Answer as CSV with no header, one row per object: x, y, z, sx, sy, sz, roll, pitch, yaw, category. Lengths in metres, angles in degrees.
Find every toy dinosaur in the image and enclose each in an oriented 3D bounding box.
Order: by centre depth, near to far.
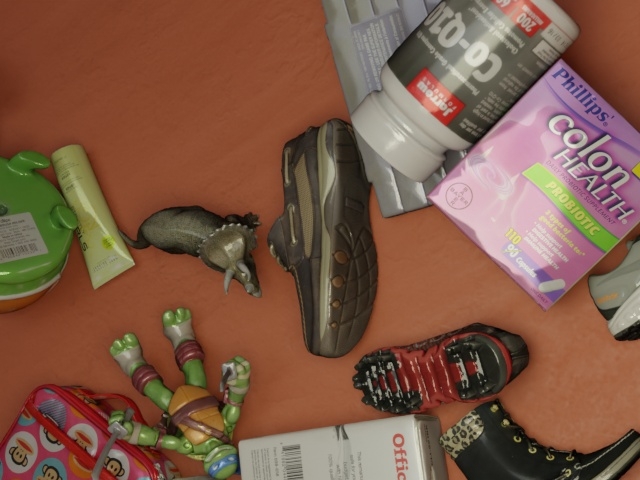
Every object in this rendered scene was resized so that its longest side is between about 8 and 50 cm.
-0.191,-0.011,1.523,0.314,0.160,0.121,21,90,25,toy dinosaur

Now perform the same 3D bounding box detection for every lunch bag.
-0.364,0.364,1.570,0.293,0.120,0.258,32,91,24,lunch bag

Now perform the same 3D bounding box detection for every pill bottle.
0.181,-0.219,1.293,0.283,0.161,0.161,-47,66,18,pill bottle

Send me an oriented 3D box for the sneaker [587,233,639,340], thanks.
0.456,0.011,1.257,0.271,0.100,0.108,-39,62,14,sneaker

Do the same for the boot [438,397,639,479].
0.283,0.271,1.299,0.236,0.085,0.178,-40,65,14,boot

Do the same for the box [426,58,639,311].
0.300,-0.071,1.295,0.213,0.117,0.243,45,101,4,box

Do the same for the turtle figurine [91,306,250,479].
-0.211,0.208,1.449,0.198,0.275,0.266,-50,49,14,turtle figurine

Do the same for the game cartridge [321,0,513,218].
0.143,-0.228,1.424,0.230,0.068,0.355,-15,90,26,game cartridge

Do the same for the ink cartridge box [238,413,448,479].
0.039,0.356,1.379,0.273,0.114,0.197,-13,75,23,ink cartridge box

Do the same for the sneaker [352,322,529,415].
0.168,0.175,1.363,0.276,0.135,0.097,-19,86,45,sneaker

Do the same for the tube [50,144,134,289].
-0.386,-0.045,1.678,0.062,0.070,0.240,-17,75,-25,tube

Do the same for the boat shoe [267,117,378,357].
0.000,0.000,1.465,0.130,0.132,0.355,-9,69,33,boat shoe

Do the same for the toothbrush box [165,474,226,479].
-0.239,0.484,1.436,0.122,0.206,0.283,42,99,24,toothbrush box

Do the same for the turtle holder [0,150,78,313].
-0.565,-0.018,1.650,0.320,0.243,0.227,34,136,5,turtle holder
